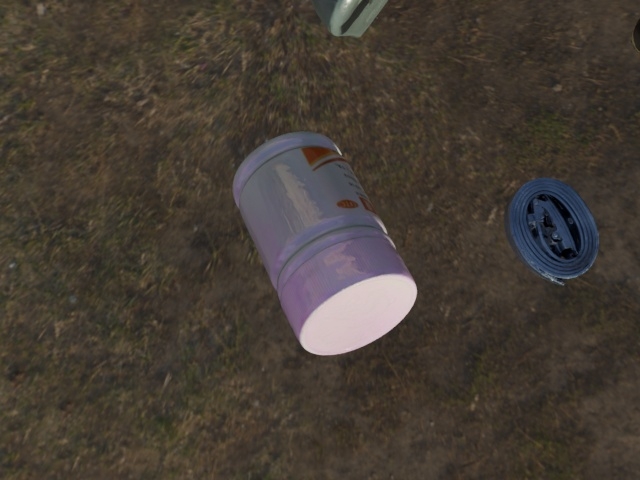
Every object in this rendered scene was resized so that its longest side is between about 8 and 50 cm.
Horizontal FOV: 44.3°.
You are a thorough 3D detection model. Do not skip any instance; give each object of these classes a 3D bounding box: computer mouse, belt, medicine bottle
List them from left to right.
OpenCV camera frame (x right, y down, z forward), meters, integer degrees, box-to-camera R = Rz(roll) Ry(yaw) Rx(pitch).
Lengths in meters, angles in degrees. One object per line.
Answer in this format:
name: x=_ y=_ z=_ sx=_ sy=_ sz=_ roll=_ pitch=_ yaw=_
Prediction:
medicine bottle: x=0.000 y=0.000 z=1.252 sx=0.202 sy=0.316 sz=0.202 roll=-18 pitch=146 yaw=-13
computer mouse: x=0.064 y=-0.486 z=1.492 sx=0.122 sy=0.371 sz=0.188 roll=41 pitch=104 yaw=5
belt: x=0.408 y=-0.016 z=1.398 sx=0.141 sy=0.082 sz=0.190 roll=-28 pitch=85 yaw=4

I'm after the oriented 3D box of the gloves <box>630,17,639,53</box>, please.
gloves: x=0.827 y=-0.474 z=1.732 sx=0.331 sy=0.154 sz=0.141 roll=-22 pitch=94 yaw=-26
